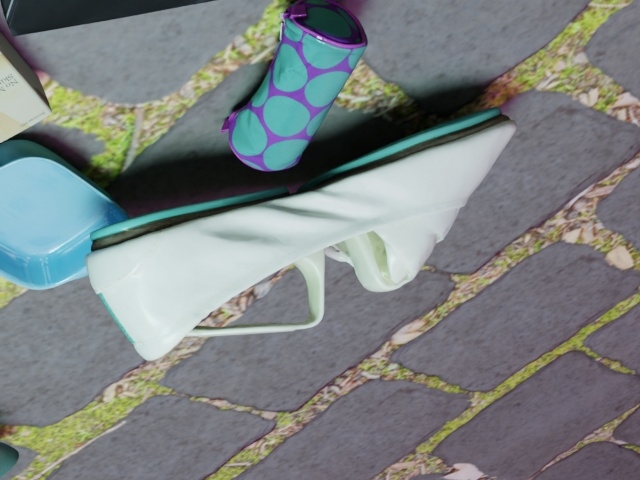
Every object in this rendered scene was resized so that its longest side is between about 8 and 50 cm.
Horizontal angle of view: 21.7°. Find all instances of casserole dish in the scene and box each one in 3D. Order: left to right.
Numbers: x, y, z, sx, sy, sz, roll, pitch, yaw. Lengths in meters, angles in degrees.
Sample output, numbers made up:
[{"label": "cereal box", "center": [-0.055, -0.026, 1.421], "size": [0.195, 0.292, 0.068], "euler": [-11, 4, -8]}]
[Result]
[{"label": "casserole dish", "center": [-0.230, -0.023, 1.327], "size": [0.114, 0.037, 0.188], "euler": [-33, 148, 11]}]

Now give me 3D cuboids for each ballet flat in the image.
[{"label": "ballet flat", "center": [0.000, 0.000, 1.389], "size": [0.400, 0.139, 0.139], "euler": [-19, 148, -24]}]

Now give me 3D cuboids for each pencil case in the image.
[{"label": "pencil case", "center": [-0.021, -0.122, 1.303], "size": [0.070, 0.064, 0.152], "euler": [26, 132, -5]}]

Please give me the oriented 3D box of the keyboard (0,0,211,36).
[{"label": "keyboard", "center": [-0.058, -0.224, 1.118], "size": [0.317, 0.033, 0.201], "euler": [-16, 159, -30]}]

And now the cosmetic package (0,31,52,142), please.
[{"label": "cosmetic package", "center": [-0.243, -0.118, 1.175], "size": [0.060, 0.041, 0.115], "euler": [-29, 148, 5]}]

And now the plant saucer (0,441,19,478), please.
[{"label": "plant saucer", "center": [-0.340, 0.215, 1.552], "size": [0.119, 0.119, 0.021], "euler": [-23, 105, -5]}]
